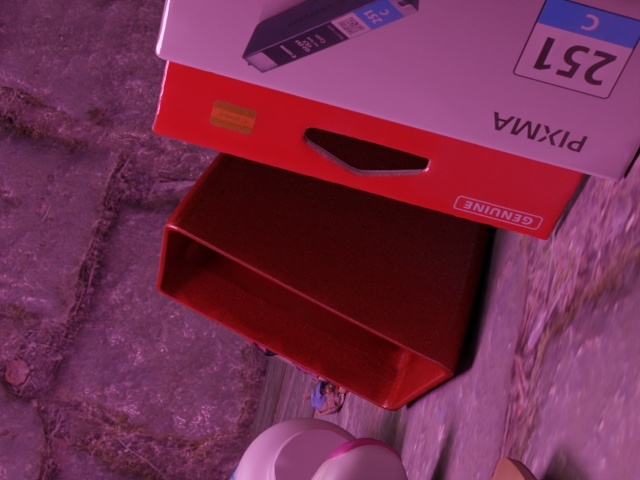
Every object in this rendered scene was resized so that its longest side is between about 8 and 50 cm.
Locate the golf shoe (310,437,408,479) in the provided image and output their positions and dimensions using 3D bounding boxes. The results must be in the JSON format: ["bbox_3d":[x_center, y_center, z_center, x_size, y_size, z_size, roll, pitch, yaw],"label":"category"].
[{"bbox_3d":[0.025,0.312,1.084,0.140,0.115,0.306,177,106,-69],"label":"golf shoe"}]

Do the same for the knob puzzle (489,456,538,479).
[{"bbox_3d":[0.104,0.217,0.786,0.213,0.030,0.213,-164,90,-86],"label":"knob puzzle"}]

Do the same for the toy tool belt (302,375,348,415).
[{"bbox_3d":[0.007,0.204,1.841,0.083,0.051,0.052,114,170,-59],"label":"toy tool belt"}]

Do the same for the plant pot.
[{"bbox_3d":[0.023,-0.020,1.264,0.235,0.267,0.267,-63,1,-16],"label":"plant pot"}]

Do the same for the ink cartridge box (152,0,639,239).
[{"bbox_3d":[0.048,-0.098,0.840,0.261,0.296,0.066,109,174,-47],"label":"ink cartridge box"}]

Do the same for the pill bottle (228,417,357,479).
[{"bbox_3d":[-0.024,0.269,1.416,0.264,0.146,0.146,115,169,-66],"label":"pill bottle"}]

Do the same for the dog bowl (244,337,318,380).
[{"bbox_3d":[0.000,0.000,1.994,0.408,0.150,0.408,-165,90,-86],"label":"dog bowl"}]
